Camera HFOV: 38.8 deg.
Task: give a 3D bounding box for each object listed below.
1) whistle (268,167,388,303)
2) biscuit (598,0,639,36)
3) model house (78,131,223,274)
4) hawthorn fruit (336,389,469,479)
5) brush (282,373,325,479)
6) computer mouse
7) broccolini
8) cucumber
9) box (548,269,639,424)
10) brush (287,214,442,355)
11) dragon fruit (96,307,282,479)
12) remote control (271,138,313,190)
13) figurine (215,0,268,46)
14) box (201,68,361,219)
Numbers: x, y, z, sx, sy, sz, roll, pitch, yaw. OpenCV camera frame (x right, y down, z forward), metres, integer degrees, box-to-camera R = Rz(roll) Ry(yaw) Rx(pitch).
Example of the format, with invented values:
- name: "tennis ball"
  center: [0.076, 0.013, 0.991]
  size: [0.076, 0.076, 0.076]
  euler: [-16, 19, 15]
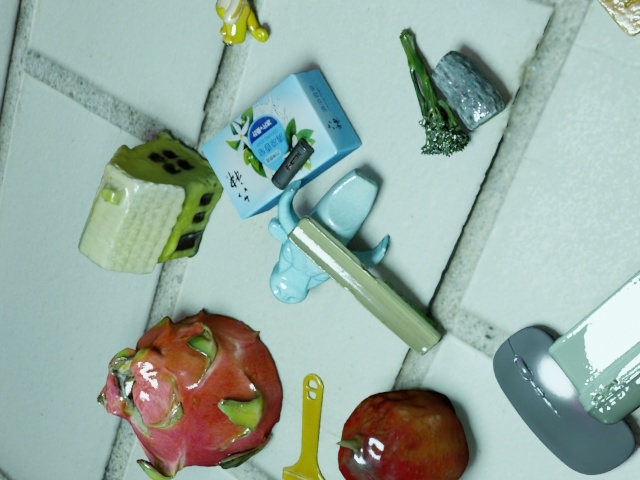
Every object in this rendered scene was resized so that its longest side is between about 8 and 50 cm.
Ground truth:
- name: "whistle"
  center: [0.000, 0.000, 1.447]
  size: [0.186, 0.093, 0.274]
  euler: [32, 119, -7]
- name: "biscuit"
  center: [0.444, -0.305, 1.100]
  size: [0.238, 0.041, 0.212]
  euler: [14, 116, 30]
- name: "model house"
  center: [-0.310, -0.061, 1.549]
  size: [0.175, 0.234, 0.193]
  euler: [39, 118, 19]
- name: "hawthorn fruit"
  center: [0.114, 0.309, 1.374]
  size: [0.189, 0.251, 0.189]
  euler: [-13, 68, 33]
- name: "brush"
  center: [-0.021, 0.360, 1.598]
  size: [0.103, 0.013, 0.272]
  euler: [13, 108, 30]
- name: "computer mouse"
  center: [0.342, 0.231, 1.294]
  size: [0.232, 0.057, 0.120]
  euler: [52, 123, 12]
- name: "broccolini"
  center: [0.146, -0.211, 1.312]
  size: [0.074, 0.058, 0.201]
  euler: [-27, 87, 29]
- name: "cucumber"
  center: [0.204, -0.211, 1.269]
  size: [0.064, 0.064, 0.112]
  euler: [-43, 78, 34]
- name: "box"
  center: [0.412, 0.128, 1.170]
  size: [0.210, 0.148, 0.129]
  euler: [-49, 67, 30]
- name: "brush"
  center: [0.071, 0.066, 1.396]
  size: [0.282, 0.048, 0.054]
  euler: [41, 115, -3]
- name: "dragon fruit"
  center: [-0.240, 0.279, 1.596]
  size: [0.305, 0.226, 0.305]
  euler: [7, 104, 31]
- name: "remote control"
  center: [-0.046, -0.115, 1.393]
  size: [0.034, 0.016, 0.091]
  euler: [45, 124, 8]
- name: "figurine"
  center: [-0.128, -0.432, 1.411]
  size: [0.156, 0.131, 0.246]
  euler: [-112, 23, -51]
- name: "box"
  center: [-0.066, -0.151, 1.455]
  size: [0.232, 0.083, 0.142]
  euler: [-32, 86, 34]
